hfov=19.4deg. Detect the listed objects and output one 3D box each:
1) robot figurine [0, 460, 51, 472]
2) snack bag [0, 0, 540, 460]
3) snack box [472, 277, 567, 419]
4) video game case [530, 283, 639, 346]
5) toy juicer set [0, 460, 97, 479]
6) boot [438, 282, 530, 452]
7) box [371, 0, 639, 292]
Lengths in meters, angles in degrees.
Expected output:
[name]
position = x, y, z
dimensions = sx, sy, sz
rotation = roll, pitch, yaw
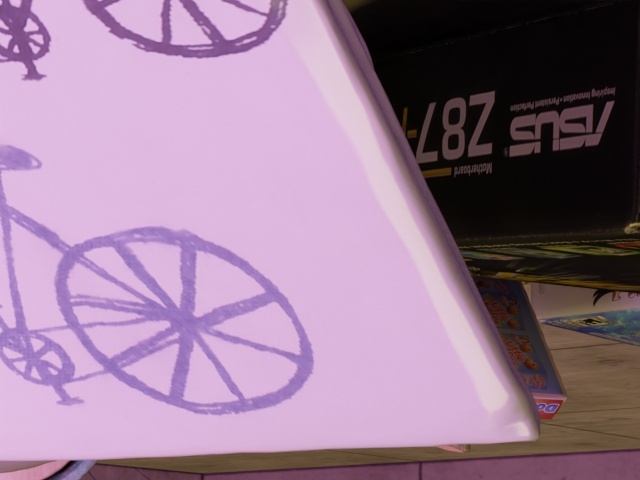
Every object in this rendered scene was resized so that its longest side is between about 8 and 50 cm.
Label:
[robot figurine]
position = -0.133, 0.002, 0.857
dimensions = 0.300, 0.200, 0.353
rotation = 34, 159, -12
[snack bag]
position = -0.128, -0.052, 0.597
dimensions = 0.323, 0.037, 0.342
rotation = -5, 129, 30
[snack box]
position = 0.081, 0.022, 1.053
dimensions = 0.064, 0.178, 0.022
rotation = 7, 135, -27
[video game case]
position = 0.331, 0.040, 1.384
dimensions = 0.244, 0.061, 0.269
rotation = -10, 164, 39
[toy juicer set]
position = -0.196, 0.052, 1.068
dimensions = 0.329, 0.209, 0.089
rotation = -17, 169, -23
[boot]
position = 0.098, 0.051, 1.177
dimensions = 0.213, 0.165, 0.077
rotation = 3, 169, -5
[box]
position = 0.164, -0.028, 0.863
dimensions = 0.318, 0.097, 0.395
rotation = 3, 177, -26
